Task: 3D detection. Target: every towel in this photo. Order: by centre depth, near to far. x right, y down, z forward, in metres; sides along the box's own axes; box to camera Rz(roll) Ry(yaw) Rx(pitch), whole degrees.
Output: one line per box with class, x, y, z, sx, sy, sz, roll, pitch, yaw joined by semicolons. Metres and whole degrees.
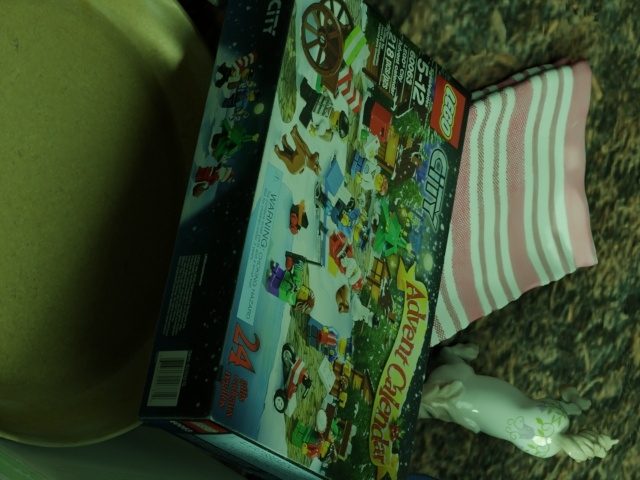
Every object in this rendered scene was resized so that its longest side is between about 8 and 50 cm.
towel;0.101;-0.020;1.145;0.197;0.029;0.144;-25;120;-39

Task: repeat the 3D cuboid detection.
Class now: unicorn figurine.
unicorn figurine;0.095;0.101;1.136;0.111;0.162;0.060;-29;123;-70

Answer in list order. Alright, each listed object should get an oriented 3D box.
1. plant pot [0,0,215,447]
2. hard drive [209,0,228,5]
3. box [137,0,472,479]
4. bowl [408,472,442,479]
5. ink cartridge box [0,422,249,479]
plant pot;-0.126;-0.024;0.867;0.236;0.032;0.236;3;86;-48
hard drive;-0.010;-0.254;0.927;0.172;0.054;0.254;-19;118;-41
box;0.000;0.000;0.909;0.159;0.044;0.233;33;61;-48
bowl;0.015;0.324;1.061;0.391;0.077;0.391;-44;146;-41
ink cartridge box;-0.068;0.138;0.868;0.171;0.235;0.056;16;96;-48
